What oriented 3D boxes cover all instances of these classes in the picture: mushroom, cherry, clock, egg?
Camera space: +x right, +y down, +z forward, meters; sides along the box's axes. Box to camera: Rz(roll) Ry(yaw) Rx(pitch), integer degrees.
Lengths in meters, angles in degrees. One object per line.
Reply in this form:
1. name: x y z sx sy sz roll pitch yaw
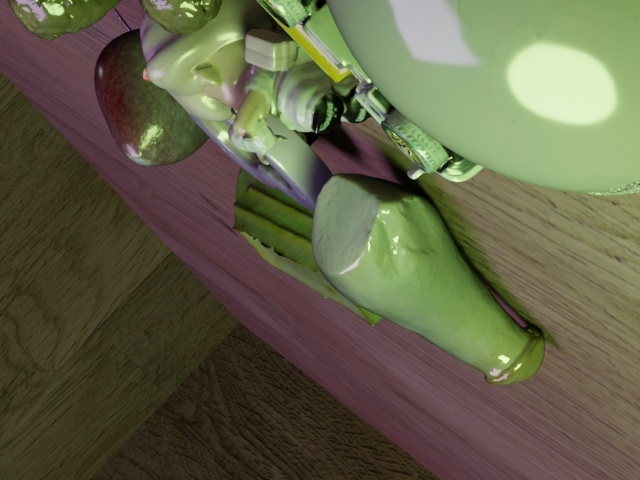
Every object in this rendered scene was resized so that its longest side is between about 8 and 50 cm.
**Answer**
1. mushroom: 0.088 0.032 1.560 0.270 0.103 0.118 37 -175 -43
2. cherry: -0.171 -0.150 1.738 0.115 0.148 0.188 -3 139 42
3. clock: -0.062 -0.112 1.625 0.172 0.064 0.198 47 171 -28
4. egg: 0.082 -0.096 0.671 0.199 0.146 0.146 41 176 -38

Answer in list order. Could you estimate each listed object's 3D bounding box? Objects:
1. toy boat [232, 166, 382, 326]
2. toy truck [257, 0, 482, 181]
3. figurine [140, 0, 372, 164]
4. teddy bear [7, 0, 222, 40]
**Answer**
1. toy boat: -0.005 0.004 1.900 0.276 0.084 0.111 35 170 44
2. toy truck: 0.019 -0.135 0.982 0.227 0.098 0.114 46 176 -4
3. figurine: -0.053 -0.128 1.326 0.229 0.137 0.112 31 134 45
4. teddy bear: -0.146 -0.234 1.227 0.177 0.140 0.190 0 135 39
